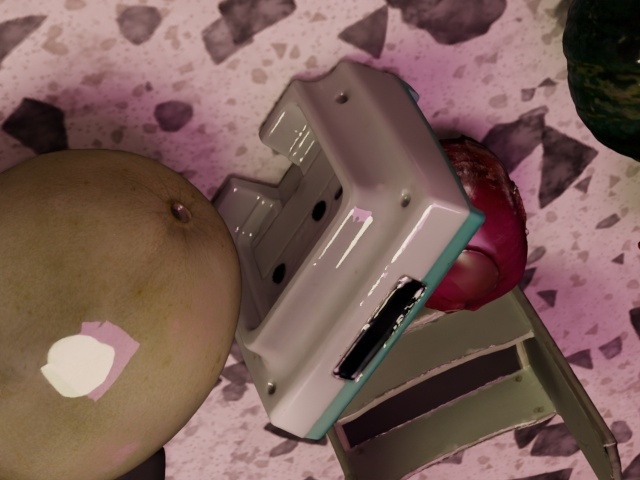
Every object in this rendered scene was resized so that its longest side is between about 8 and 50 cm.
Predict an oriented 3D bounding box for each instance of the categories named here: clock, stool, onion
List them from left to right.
[{"bbox_3d":[0.000,0.000,1.242,0.116,0.231,0.262,19,118,-28],"label":"clock"},{"bbox_3d":[0.104,0.006,1.351,0.198,0.135,0.173,-28,129,5],"label":"onion"},{"bbox_3d":[0.144,0.206,1.437,0.244,0.269,0.170,-24,133,-1],"label":"stool"}]

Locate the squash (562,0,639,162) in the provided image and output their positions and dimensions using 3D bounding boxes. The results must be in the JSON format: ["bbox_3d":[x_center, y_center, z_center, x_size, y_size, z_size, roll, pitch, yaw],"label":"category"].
[{"bbox_3d":[0.312,-0.171,1.253,0.218,0.172,0.218,-23,118,-51],"label":"squash"}]

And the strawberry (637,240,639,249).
[{"bbox_3d":[0.393,-0.071,1.399,0.190,0.111,0.236,-20,155,-4],"label":"strawberry"}]

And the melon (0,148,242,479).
[{"bbox_3d":[-0.221,0.074,1.188,0.268,0.268,0.330,28,125,-36],"label":"melon"}]

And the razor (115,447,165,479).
[{"bbox_3d":[-0.210,0.269,1.493,0.090,0.054,0.148,-2,129,-25],"label":"razor"}]
